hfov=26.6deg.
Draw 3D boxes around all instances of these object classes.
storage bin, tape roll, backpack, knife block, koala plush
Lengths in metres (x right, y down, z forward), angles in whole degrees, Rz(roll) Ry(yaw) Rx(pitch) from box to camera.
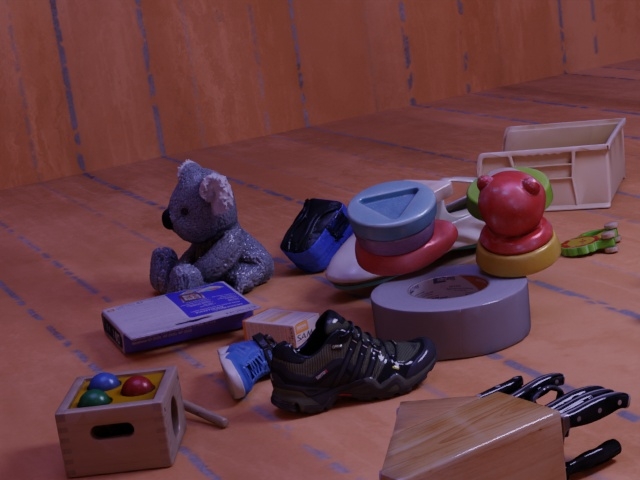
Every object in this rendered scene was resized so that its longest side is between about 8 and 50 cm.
[{"bbox_3d":[0.448,-0.146,2.615,0.260,0.123,0.262,-3,15,20],"label":"storage bin"},{"bbox_3d":[0.182,0.097,1.883,0.219,0.072,0.219,-7,15,2],"label":"tape roll"},{"bbox_3d":[0.000,0.000,2.332,0.098,0.101,0.120,3,49,51],"label":"backpack"},{"bbox_3d":[0.194,0.216,1.355,0.242,0.088,0.275,-6,13,11],"label":"knife block"},{"bbox_3d":[-0.187,-0.022,2.259,0.203,0.221,0.196,-12,14,-17],"label":"koala plush"}]

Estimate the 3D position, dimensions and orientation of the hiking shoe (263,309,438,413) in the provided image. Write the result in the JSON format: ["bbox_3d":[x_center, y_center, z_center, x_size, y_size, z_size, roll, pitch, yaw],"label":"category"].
[{"bbox_3d":[0.042,0.140,1.693,0.227,0.114,0.086,-13,15,-20],"label":"hiking shoe"}]

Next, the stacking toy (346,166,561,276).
[{"bbox_3d":[0.199,-0.071,1.981,0.309,0.130,0.279,-2,31,19],"label":"stacking toy"}]

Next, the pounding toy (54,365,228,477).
[{"bbox_3d":[-0.208,0.196,1.651,0.181,0.094,0.206,-7,14,4],"label":"pounding toy"}]

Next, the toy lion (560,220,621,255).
[{"bbox_3d":[0.441,0.002,2.219,0.096,0.034,0.100,-11,12,20],"label":"toy lion"}]

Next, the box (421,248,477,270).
[{"bbox_3d":[0.208,0.026,2.267,0.201,0.021,0.164,-16,16,-33],"label":"box"}]

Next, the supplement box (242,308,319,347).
[{"bbox_3d":[-0.056,0.127,1.966,0.098,0.036,0.062,3,17,39],"label":"supplement box"}]

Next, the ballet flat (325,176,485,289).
[{"bbox_3d":[0.177,-0.031,2.197,0.400,0.139,0.139,-15,15,-26],"label":"ballet flat"}]

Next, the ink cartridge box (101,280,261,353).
[{"bbox_3d":[-0.212,0.122,2.059,0.206,0.045,0.208,-13,13,-18],"label":"ink cartridge box"}]

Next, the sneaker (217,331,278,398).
[{"bbox_3d":[-0.088,0.163,1.793,0.085,0.058,0.152,-18,8,-5],"label":"sneaker"}]
